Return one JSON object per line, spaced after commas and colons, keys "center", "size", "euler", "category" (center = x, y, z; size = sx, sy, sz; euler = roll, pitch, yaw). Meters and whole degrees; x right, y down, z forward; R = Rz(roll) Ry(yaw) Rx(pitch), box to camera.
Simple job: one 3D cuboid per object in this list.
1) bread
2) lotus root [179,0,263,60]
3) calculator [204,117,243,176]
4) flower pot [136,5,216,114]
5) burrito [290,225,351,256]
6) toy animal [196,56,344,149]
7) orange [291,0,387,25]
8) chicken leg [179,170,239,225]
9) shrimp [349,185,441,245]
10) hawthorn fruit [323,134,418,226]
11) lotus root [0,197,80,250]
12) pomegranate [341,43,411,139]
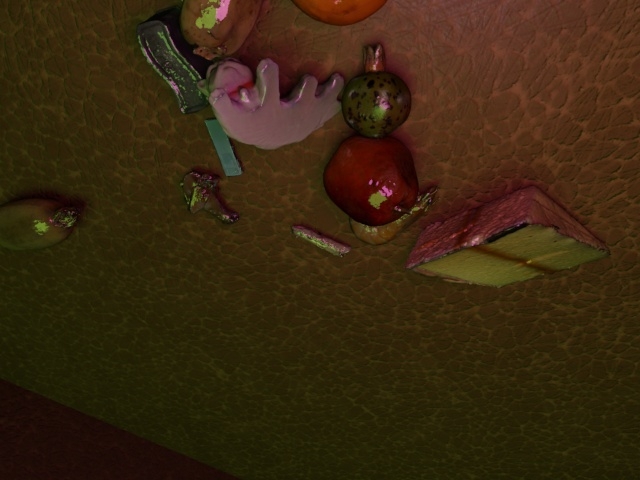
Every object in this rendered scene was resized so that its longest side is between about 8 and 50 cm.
{"center": [0.493, 0.053, 1.259], "size": [0.405, 0.242, 0.346], "euler": [42, 128, -15], "category": "bread"}
{"center": [-0.192, -0.513, 1.003], "size": [0.146, 0.160, 0.284], "euler": [23, 105, 4], "category": "lotus root"}
{"center": [-0.259, -0.251, 1.326], "size": [0.057, 0.018, 0.172], "euler": [-7, 125, 17], "category": "calculator"}
{"center": [-0.327, -0.423, 1.153], "size": [0.103, 0.108, 0.229], "euler": [-17, 123, 24], "category": "flower pot"}
{"center": [0.000, 0.000, 1.448], "size": [0.185, 0.041, 0.045], "euler": [26, 170, -8], "category": "burrito"}
{"center": [-0.115, -0.338, 1.131], "size": [0.308, 0.188, 0.266], "euler": [-41, 139, -11], "category": "toy animal"}
{"center": [0.033, -0.527, 0.910], "size": [0.240, 0.240, 0.240], "euler": [7, 128, 9], "category": "orange"}
{"center": [-0.327, -0.113, 1.416], "size": [0.125, 0.080, 0.196], "euler": [-16, 124, 9], "category": "chicken leg"}
{"center": [0.190, -0.087, 1.325], "size": [0.152, 0.063, 0.287], "euler": [46, 126, -8], "category": "shrimp"}
{"center": [0.134, -0.135, 1.171], "size": [0.224, 0.261, 0.224], "euler": [-13, 132, -15], "category": "hawthorn fruit"}
{"center": [-0.906, -0.052, 1.554], "size": [0.343, 0.151, 0.169], "euler": [-5, 126, 21], "category": "lotus root"}
{"center": [0.124, -0.330, 1.096], "size": [0.159, 0.159, 0.205], "euler": [-1, 102, 14], "category": "pomegranate"}
